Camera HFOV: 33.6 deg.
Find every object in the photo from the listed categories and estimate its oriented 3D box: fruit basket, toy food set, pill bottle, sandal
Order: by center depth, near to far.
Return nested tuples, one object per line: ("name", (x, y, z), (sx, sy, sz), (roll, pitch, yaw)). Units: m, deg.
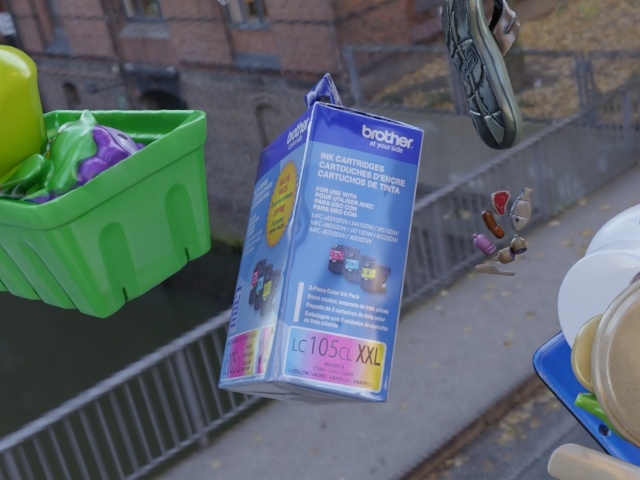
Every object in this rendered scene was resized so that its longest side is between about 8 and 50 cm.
("toy food set", (0.227, 0.075, 0.664), (0.132, 0.192, 0.038), (21, 0, 8))
("pill bottle", (0.378, 0.034, 1.083), (0.176, 0.176, 0.318), (8, 19, 40))
("fruit basket", (-0.339, -0.113, 1.212), (0.392, 0.392, 0.283), (11, 36, 44))
("toy food set", (0.244, -0.014, 1.419), (0.078, 0.122, 0.019), (6, 6, -7))
("sandal", (0.241, -0.275, 1.498), (0.086, 0.302, 0.120), (-12, -7, -13))

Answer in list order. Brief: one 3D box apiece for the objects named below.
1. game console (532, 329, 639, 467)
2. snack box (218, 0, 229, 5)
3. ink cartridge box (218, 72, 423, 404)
("game console", (0.375, 0.215, 1.199), (0.173, 0.293, 0.250), (-38, -15, -9))
("snack box", (-0.103, -0.256, 0.837), (0.064, 0.022, 0.178), (-44, 57, 4))
("ink cartridge box", (0.000, 0.000, 1.324), (0.151, 0.395, 0.270), (14, -14, -16))
